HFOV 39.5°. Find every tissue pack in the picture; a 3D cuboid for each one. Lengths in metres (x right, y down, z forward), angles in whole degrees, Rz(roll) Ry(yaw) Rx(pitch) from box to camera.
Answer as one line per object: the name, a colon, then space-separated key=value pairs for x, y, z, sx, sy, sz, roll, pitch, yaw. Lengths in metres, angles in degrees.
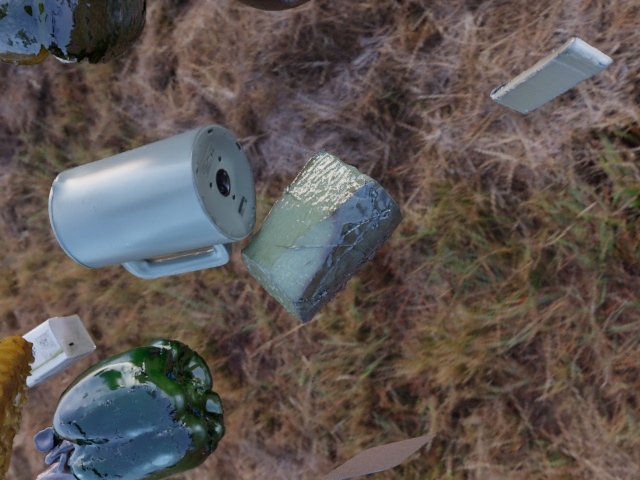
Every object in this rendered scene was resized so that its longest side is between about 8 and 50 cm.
tissue pack: x=-0.555 y=0.225 z=1.809 sx=0.149 sy=0.106 sz=0.099 roll=-32 pitch=85 yaw=18

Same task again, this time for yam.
yam: x=0.001 y=0.001 z=1.616 sx=0.202 sy=0.271 sz=0.201 roll=43 pitch=179 yaw=42

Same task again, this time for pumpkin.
pumpkin: x=-0.434 y=-0.380 z=1.436 sx=0.320 sy=0.320 sz=0.192 roll=8 pitch=102 yaw=40

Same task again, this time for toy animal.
toy animal: x=-0.403 y=0.404 z=1.697 sx=0.195 sy=0.324 sz=0.090 roll=-41 pitch=60 yaw=29

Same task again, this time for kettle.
kettle: x=-0.282 y=-0.063 z=1.599 sx=0.318 sy=0.265 sz=0.205 roll=-13 pitch=75 yaw=23

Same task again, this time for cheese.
cheese: x=0.414 y=-0.294 z=1.643 sx=0.085 sy=0.034 sz=0.400 roll=29 pitch=174 yaw=-6

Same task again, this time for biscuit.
biscuit: x=-0.265 y=0.195 z=0.680 sx=0.035 sy=0.254 sz=0.254 roll=16 pitch=131 yaw=-11

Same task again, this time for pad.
pad: x=0.114 y=0.427 z=1.751 sx=0.176 sy=0.266 sz=0.002 roll=-19 pitch=84 yaw=25

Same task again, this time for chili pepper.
chili pepper: x=-0.307 y=0.300 z=1.523 sx=0.257 sy=0.248 sz=0.233 roll=-25 pitch=77 yaw=12

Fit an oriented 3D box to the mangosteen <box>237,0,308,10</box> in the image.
mangosteen: x=-0.042 y=-0.513 z=1.385 sx=0.347 sy=0.307 sz=0.306 roll=5 pitch=118 yaw=4
